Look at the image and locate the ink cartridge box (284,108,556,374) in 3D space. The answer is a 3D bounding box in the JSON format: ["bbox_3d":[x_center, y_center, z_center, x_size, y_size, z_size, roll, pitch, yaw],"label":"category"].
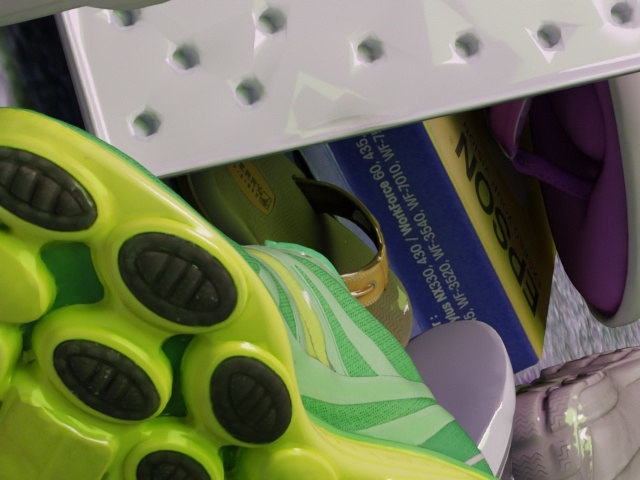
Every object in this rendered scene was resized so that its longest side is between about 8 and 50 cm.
[{"bbox_3d":[0.049,-0.078,0.817,0.304,0.072,0.307,62,22,-22],"label":"ink cartridge box"}]

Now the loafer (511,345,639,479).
[{"bbox_3d":[0.181,0.132,0.911,0.319,0.112,0.111,-9,85,-60],"label":"loafer"}]

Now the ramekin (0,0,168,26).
[{"bbox_3d":[-0.133,-0.177,0.392,0.273,0.127,0.273,48,33,-44],"label":"ramekin"}]

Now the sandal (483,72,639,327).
[{"bbox_3d":[0.111,-0.151,0.803,0.169,0.102,0.416,-116,-164,-77],"label":"sandal"}]

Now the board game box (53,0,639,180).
[{"bbox_3d":[0.036,-0.244,0.618,0.390,0.050,0.390,-14,84,-23],"label":"board game box"}]

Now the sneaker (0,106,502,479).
[{"bbox_3d":[-0.038,0.051,0.497,0.295,0.109,0.123,44,8,-42],"label":"sneaker"}]

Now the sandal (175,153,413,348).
[{"bbox_3d":[0.000,0.000,0.647,0.180,0.049,0.072,50,41,-40],"label":"sandal"}]

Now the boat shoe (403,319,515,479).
[{"bbox_3d":[0.056,0.136,0.648,0.228,0.080,0.076,-79,150,-49],"label":"boat shoe"}]
